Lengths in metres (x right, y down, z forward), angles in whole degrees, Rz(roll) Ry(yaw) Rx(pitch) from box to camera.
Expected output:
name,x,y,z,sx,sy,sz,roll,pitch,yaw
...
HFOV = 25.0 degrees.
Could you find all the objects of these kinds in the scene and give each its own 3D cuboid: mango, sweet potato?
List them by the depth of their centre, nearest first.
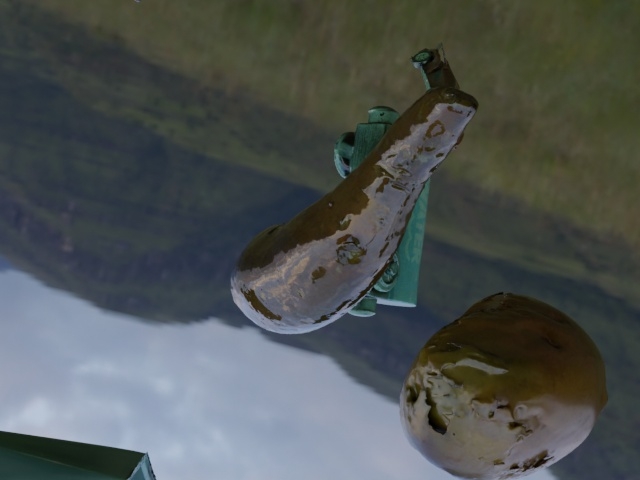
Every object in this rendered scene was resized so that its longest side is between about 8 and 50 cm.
name,x,y,z,sx,sy,sz,roll,pitch,yaw
sweet potato,-0.001,0.004,0.966,0.079,0.108,0.346,31,149,-9
mango,0.151,0.116,1.195,0.151,0.156,0.248,-28,160,29

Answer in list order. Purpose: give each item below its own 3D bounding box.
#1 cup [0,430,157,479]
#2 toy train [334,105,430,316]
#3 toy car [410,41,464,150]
name,x,y,z,sx,sy,sz,roll,pitch,yaw
cup,-0.260,0.225,1.204,0.235,0.134,0.148,5,170,10
toy train,0.080,-0.030,1.722,0.101,0.248,0.159,4,175,34
toy car,0.111,-0.130,1.313,0.035,0.059,0.122,-19,-145,4
